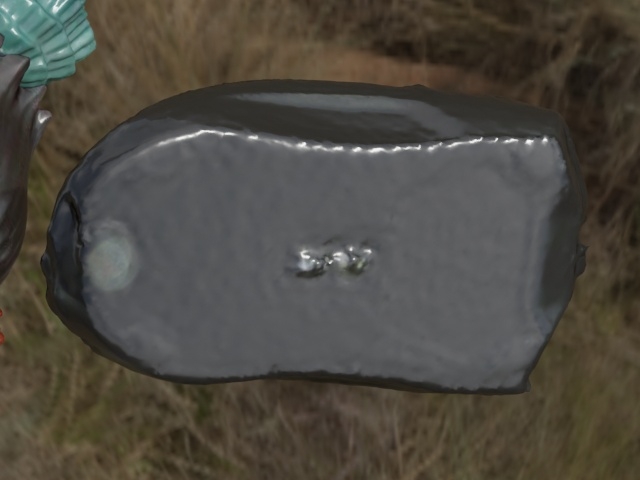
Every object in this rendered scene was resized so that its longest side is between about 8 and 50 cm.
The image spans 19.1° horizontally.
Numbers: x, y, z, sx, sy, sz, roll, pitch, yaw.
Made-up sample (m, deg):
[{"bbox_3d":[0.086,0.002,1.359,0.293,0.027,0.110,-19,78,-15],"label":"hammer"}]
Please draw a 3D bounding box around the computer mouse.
[{"bbox_3d":[0.000,0.000,0.723,0.217,0.073,0.122,3,108,-17],"label":"computer mouse"}]

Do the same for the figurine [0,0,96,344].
[{"bbox_3d":[-0.173,-0.063,0.914,0.110,0.138,0.245,-16,48,42],"label":"figurine"}]
